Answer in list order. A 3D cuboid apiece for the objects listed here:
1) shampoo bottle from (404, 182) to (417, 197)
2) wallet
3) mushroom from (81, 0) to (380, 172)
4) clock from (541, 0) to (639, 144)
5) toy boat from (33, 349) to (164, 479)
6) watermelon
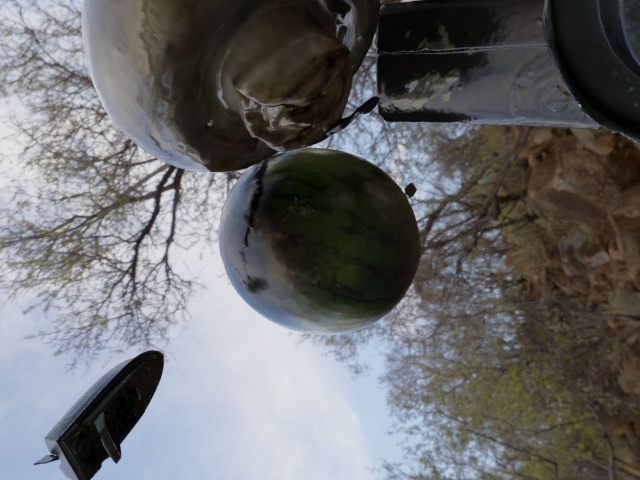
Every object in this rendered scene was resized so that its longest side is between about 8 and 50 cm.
[{"bbox_3d":[0.159,-0.078,1.458,0.071,0.284,0.153,58,-161,-3],"label":"shampoo bottle"},{"bbox_3d":[0.215,-0.238,0.653,0.044,0.321,0.171,-37,-52,-45],"label":"wallet"},{"bbox_3d":[-0.073,-0.220,0.564,0.295,0.362,0.362,50,-147,19],"label":"mushroom"},{"bbox_3d":[0.391,-0.250,0.406,0.386,0.386,0.076,49,-144,-29],"label":"clock"},{"bbox_3d":[-0.317,0.259,0.768,0.246,0.103,0.093,-57,-42,-59],"label":"toy boat"},{"bbox_3d":[0.000,0.000,0.871,0.363,0.363,0.364,22,-119,-46],"label":"watermelon"}]
